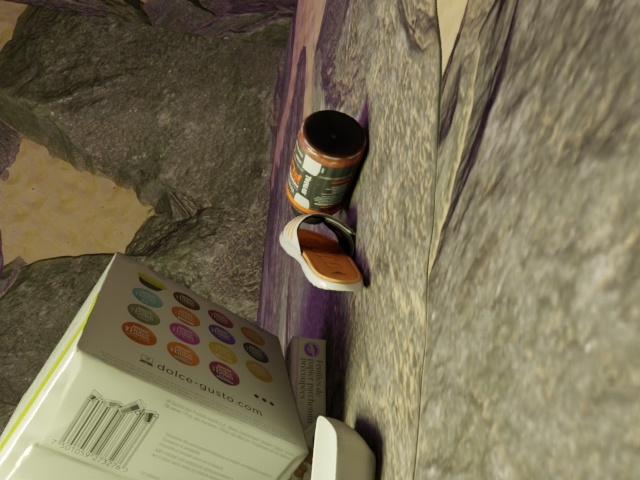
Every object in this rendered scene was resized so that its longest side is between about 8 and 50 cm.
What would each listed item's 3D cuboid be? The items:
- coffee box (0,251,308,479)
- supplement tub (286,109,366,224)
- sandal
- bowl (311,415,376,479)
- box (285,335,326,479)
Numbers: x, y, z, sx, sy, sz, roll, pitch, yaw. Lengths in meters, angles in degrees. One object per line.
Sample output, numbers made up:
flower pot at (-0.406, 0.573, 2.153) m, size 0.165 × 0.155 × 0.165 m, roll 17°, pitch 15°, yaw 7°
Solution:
coffee box at (-0.273, 0.281, 0.873) m, size 0.338 × 0.337 × 0.334 m, roll -55°, pitch 20°, yaw 9°
supplement tub at (0.002, -0.107, 0.907) m, size 0.198 × 0.106 × 0.106 m, roll 109°, pitch 165°, yaw -55°
sandal at (0.010, 0.001, 0.834) m, size 0.265 × 0.101 × 0.076 m, roll -135°, pitch 53°, yaw -68°
bowl at (0.024, 0.279, 0.643) m, size 0.142 × 0.053 × 0.142 m, roll 142°, pitch 134°, yaw -76°
box at (-0.028, 0.316, 0.908) m, size 0.067 × 0.063 × 0.324 m, roll 117°, pitch 159°, yaw -53°
